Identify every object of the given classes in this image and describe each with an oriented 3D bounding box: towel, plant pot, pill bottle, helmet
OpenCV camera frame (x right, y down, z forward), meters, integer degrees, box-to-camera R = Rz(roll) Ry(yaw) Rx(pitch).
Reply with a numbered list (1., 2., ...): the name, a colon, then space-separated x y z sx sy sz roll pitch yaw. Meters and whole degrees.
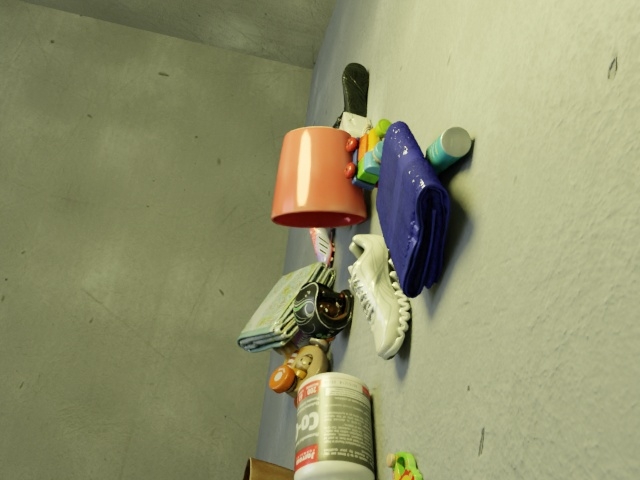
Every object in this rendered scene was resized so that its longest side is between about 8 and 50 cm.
1. towel: -0.123 0.235 1.935 0.321 0.090 0.374 -53 15 -29
2. plant pot: -0.005 -0.173 1.567 0.275 0.274 0.243 146 125 -77
3. towel: 0.171 -0.070 1.046 0.308 0.076 0.228 -98 11 -57
4. pill bottle: 0.028 0.432 1.142 0.283 0.161 0.161 -89 13 -46
5. helmet: 0.001 0.194 1.575 0.161 0.169 0.170 -27 52 58
6. plant pot: -0.067 0.627 1.283 0.215 0.230 0.216 -169 90 -81

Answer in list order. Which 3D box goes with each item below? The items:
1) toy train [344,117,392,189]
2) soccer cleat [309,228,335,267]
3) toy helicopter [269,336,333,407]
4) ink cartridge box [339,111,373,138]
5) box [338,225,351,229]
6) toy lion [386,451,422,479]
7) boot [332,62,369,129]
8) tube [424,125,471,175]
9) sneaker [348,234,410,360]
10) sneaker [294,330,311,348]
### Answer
1. toy train: 0.141 -0.269 1.462 0.143 0.105 0.248 133 148 -54
2. soccer cleat: 0.000 0.000 1.999 0.083 0.095 0.248 113 165 -53
3. toy helicopter: -0.069 0.364 1.791 0.235 0.140 0.355 -49 23 -4
4. ink cartridge box: 0.091 -0.266 1.747 0.160 0.092 0.220 -95 19 -56
5. box: 0.035 -0.107 1.869 0.275 0.113 0.094 -124 44 -79
6. toy lion: 0.141 0.398 0.916 0.096 0.034 0.100 128 153 -56
7. boot: 0.093 -0.464 1.950 0.207 0.094 0.247 127 147 -62
8. tube: 0.218 -0.154 1.026 0.207 0.052 0.080 125 160 -83
9. sneaker: 0.113 0.107 1.140 0.110 0.118 0.292 114 162 -49
10. sneaker: -0.044 0.331 1.979 0.282 0.102 0.161 -179 76 -73
